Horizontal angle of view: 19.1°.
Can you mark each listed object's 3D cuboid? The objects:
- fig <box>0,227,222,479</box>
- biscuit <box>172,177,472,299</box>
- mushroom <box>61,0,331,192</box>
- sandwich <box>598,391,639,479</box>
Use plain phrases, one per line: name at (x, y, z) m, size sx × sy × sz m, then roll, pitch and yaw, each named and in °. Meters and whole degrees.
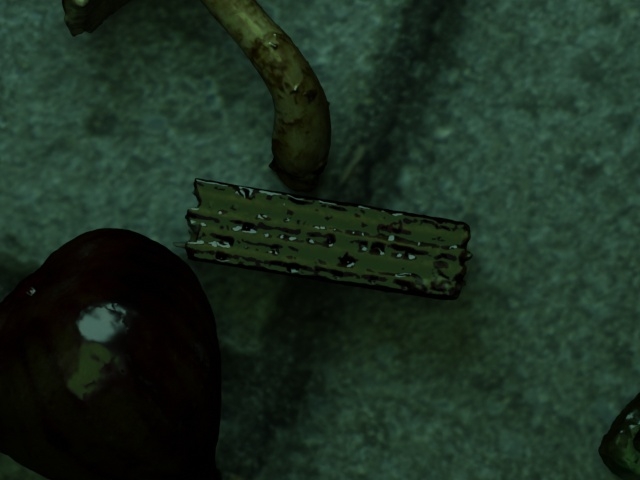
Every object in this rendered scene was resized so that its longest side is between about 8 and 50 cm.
fig at (-0.147, 0.154, 1.584) m, size 0.217 × 0.217 × 0.321 m, roll -35°, pitch 116°, yaw -3°
biscuit at (0.000, 0.000, 1.608) m, size 0.252 × 0.106 × 0.070 m, roll 9°, pitch 89°, yaw 0°
mushroom at (-0.063, -0.218, 1.575) m, size 0.301 × 0.233 × 0.208 m, roll 28°, pitch 55°, yaw -23°
sandwich at (0.385, 0.166, 1.607) m, size 0.292 × 0.109 × 0.212 m, roll -7°, pitch 87°, yaw -2°
